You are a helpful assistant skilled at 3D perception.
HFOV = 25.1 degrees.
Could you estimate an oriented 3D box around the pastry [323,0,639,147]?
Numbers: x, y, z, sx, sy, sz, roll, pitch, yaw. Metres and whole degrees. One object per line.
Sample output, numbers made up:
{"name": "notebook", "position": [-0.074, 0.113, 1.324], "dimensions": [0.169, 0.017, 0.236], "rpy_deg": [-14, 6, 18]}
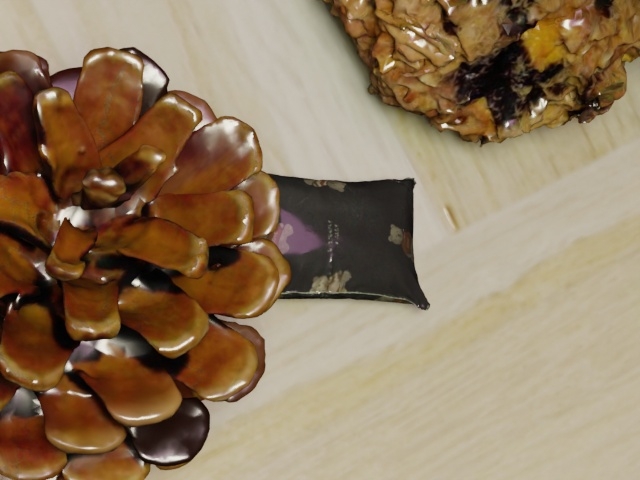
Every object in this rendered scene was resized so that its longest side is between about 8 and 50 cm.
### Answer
{"name": "pastry", "position": [0.132, -0.196, 0.950], "dimensions": [0.274, 0.193, 0.275], "rpy_deg": [5, 75, -19]}

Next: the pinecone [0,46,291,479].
{"name": "pinecone", "position": [-0.130, 0.010, 0.785], "dimensions": [0.264, 0.264, 0.264], "rpy_deg": [4, 77, -18]}

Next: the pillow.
{"name": "pillow", "position": [0.000, 0.000, 0.938], "dimensions": [0.150, 0.048, 0.090], "rpy_deg": [1, 87, -23]}
